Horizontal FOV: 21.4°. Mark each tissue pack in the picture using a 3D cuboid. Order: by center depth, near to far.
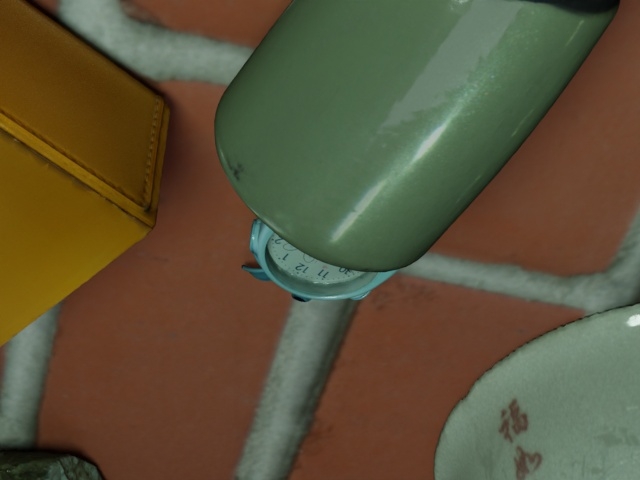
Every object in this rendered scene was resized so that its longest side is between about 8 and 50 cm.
[{"bbox_3d":[-0.263,-0.076,1.093,0.274,0.145,0.194,36,125,-28],"label":"tissue pack"}]

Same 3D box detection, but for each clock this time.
[{"bbox_3d":[0.000,0.001,1.222,0.108,0.045,0.147,27,132,-21],"label":"clock"}]

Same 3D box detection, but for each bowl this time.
[{"bbox_3d":[0.304,0.258,1.356,0.435,0.196,0.434,2,134,2],"label":"bowl"}]

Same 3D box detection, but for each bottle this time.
[{"bbox_3d":[0.085,-0.143,0.993,0.168,0.168,0.347,25,127,-20],"label":"bottle"}]

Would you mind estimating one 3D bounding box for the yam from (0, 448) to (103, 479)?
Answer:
[{"bbox_3d":[-0.324,0.267,1.418,0.271,0.202,0.201,-6,113,11],"label":"yam"}]
